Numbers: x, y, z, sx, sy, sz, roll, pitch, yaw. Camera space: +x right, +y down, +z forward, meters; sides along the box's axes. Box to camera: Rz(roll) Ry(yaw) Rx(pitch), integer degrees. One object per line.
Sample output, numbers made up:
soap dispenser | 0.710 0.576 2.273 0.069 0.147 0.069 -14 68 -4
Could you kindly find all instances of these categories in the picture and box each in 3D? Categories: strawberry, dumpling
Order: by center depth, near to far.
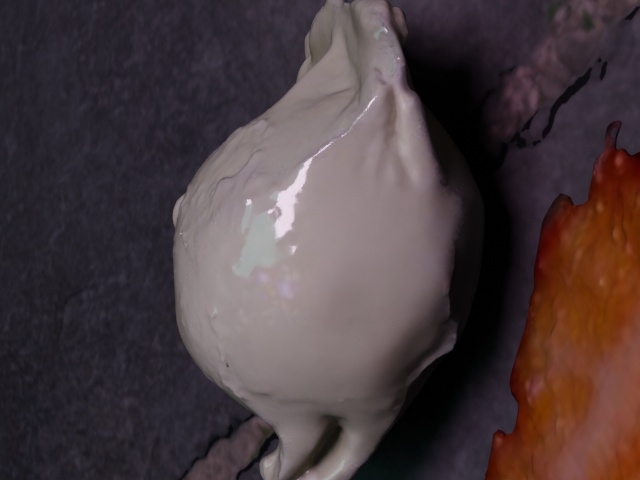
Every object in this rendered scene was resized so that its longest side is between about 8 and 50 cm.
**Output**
strawberry | 0.171 0.123 0.670 0.253 0.150 0.280 -131 50 -61
dumpling | 0.000 0.000 0.870 0.193 0.147 0.258 -114 30 -69
